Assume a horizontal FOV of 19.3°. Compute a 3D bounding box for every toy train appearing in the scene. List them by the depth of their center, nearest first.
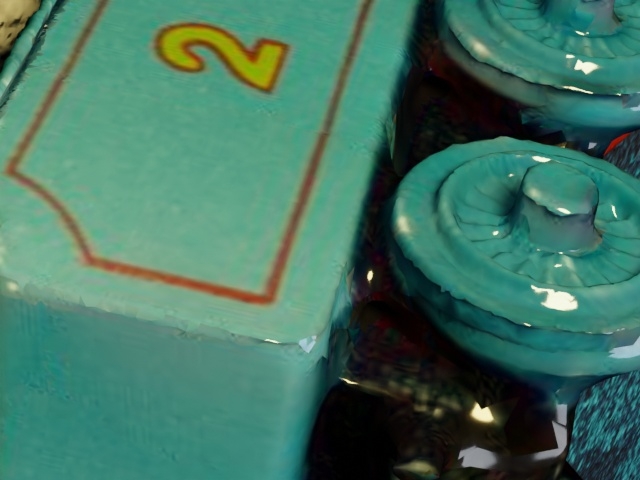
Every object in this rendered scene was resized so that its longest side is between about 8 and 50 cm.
[{"bbox_3d":[0.000,0.000,0.698,0.300,0.265,0.188,-74,177,-51],"label":"toy train"}]

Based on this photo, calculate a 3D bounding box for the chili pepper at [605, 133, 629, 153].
[{"bbox_3d":[0.136,-0.067,1.223,0.368,0.092,0.137,-39,171,-26],"label":"chili pepper"}]
